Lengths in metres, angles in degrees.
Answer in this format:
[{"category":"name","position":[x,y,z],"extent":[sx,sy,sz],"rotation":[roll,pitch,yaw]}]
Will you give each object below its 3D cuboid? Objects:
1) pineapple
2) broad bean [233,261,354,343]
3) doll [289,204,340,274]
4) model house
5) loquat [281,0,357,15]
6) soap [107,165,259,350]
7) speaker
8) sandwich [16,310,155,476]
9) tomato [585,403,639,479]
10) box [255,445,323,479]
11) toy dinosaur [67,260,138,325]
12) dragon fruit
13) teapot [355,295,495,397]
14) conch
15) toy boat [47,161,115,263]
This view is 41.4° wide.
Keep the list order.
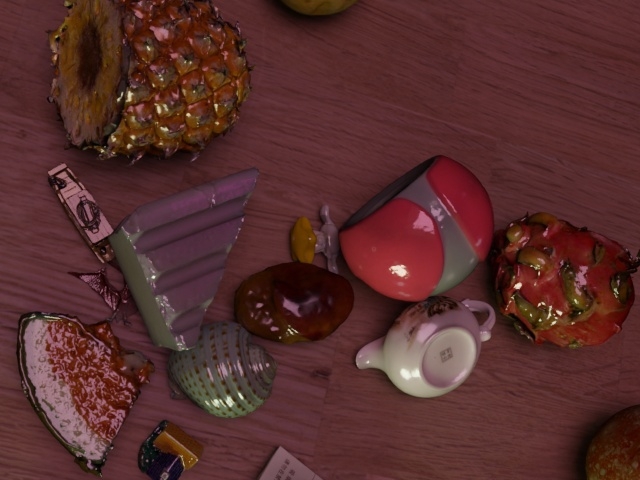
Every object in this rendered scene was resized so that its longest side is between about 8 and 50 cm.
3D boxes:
[{"category":"pineapple","position":[-0.295,-0.305,1.492],"extent":[0.300,0.352,0.352],"rotation":[-10,82,-45]},{"category":"broad bean","position":[-0.049,0.117,1.599],"extent":[0.229,0.122,0.156],"rotation":[2,82,-18]},{"category":"doll","position":[-0.001,-0.008,1.667],"extent":[0.113,0.071,0.135],"rotation":[22,70,-19]},{"category":"model house","position":[-0.271,0.380,1.499],"extent":[0.088,0.100,0.100],"rotation":[41,73,-5]},{"category":"loquat","position":[-0.008,-0.571,1.693],"extent":[0.244,0.244,0.243],"rotation":[3,79,-15]},{"category":"soap","position":[-0.205,0.034,1.531],"extent":[0.302,0.159,0.257],"rotation":[-24,91,-31]},{"category":"speaker","position":[0.174,-0.020,1.599],"extent":[0.295,0.294,0.294],"rotation":[3,79,-15]},{"category":"sandwich","position":[-0.421,0.239,1.485],"extent":[0.292,0.109,0.212],"rotation":[48,65,-5]},{"category":"tomato","position":[0.653,0.455,1.678],"extent":[0.270,0.223,0.270],"rotation":[-4,101,-21]},{"category":"box","position":[-0.017,0.505,1.555],"extent":[0.245,0.035,0.139],"rotation":[40,48,-4]},{"category":"toy dinosaur","position":[-0.363,0.100,1.563],"extent":[0.220,0.032,0.108],"rotation":[18,78,-9]},{"category":"dragon fruit","position":[0.473,0.067,1.686],"extent":[0.291,0.269,0.250],"rotation":[42,63,-8]},{"category":"teapot","position":[0.222,0.200,1.654],"extent":[0.298,0.139,0.204],"rotation":[-19,112,-21]},{"category":"conch","position":[-0.175,0.248,1.523],"extent":[0.200,0.131,0.172],"rotation":[-28,125,-10]},{"category":"toy boat","position":[-0.430,-0.052,1.547],"extent":[0.057,0.077,0.200],"rotation":[-33,90,-17]}]
